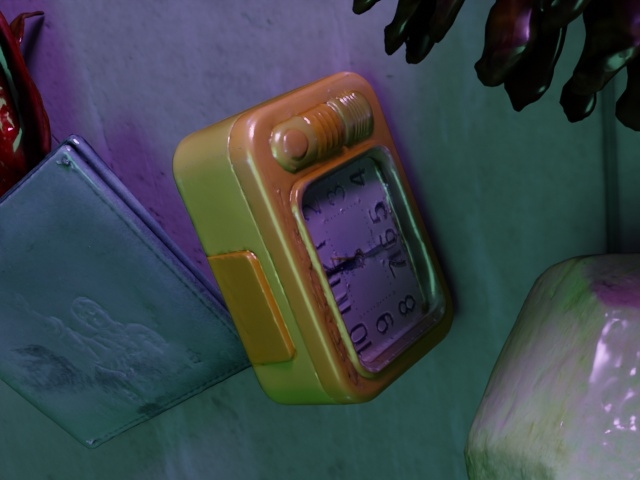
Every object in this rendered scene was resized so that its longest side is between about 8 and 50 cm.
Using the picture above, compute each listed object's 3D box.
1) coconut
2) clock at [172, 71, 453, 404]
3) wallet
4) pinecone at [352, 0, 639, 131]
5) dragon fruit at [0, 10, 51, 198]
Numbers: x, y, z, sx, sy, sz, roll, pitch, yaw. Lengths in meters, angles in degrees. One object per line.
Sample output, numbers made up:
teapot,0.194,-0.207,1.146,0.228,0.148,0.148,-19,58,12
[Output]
coconut,0.195,0.109,0.529,0.236,0.236,0.204,41,162,13
clock,0.000,0.000,0.651,0.096,0.143,0.202,-11,105,41
wallet,-0.216,0.065,0.864,0.290,0.054,0.251,-30,111,34
pinecone,0.134,-0.158,0.434,0.292,0.246,0.246,36,129,-2
dragon fruit,-0.364,-0.187,0.842,0.344,0.100,0.282,28,133,6
